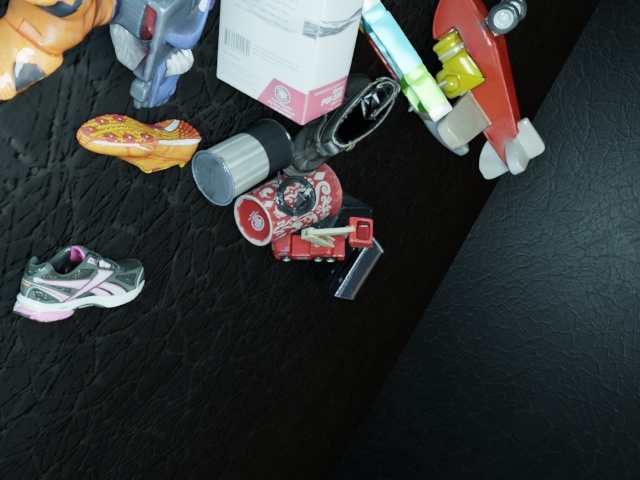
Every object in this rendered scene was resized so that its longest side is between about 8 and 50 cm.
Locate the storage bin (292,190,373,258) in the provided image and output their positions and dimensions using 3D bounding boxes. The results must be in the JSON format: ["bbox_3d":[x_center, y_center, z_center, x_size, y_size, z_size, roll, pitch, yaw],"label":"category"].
[{"bbox_3d":[0.025,-0.036,1.252,0.180,0.084,0.122,-7,126,-64],"label":"storage bin"}]

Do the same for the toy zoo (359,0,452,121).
[{"bbox_3d":[0.075,-0.291,0.801,0.030,0.293,0.192,-35,-173,11],"label":"toy zoo"}]

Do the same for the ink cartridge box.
[{"bbox_3d":[-0.037,-0.277,0.705,0.092,0.158,0.218,-36,149,-40],"label":"ink cartridge box"}]

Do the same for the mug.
[{"bbox_3d":[-0.060,-0.049,1.027,0.169,0.113,0.150,-30,144,-43],"label":"mug"}]

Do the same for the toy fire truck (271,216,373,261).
[{"bbox_3d":[0.000,0.000,1.090,0.135,0.192,0.047,81,10,-72],"label":"toy fire truck"}]

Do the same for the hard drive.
[{"bbox_3d":[0.079,0.060,1.396,0.172,0.054,0.254,-58,-175,0],"label":"hard drive"}]

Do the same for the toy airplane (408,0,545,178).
[{"bbox_3d":[0.330,-0.311,1.287,0.386,0.272,0.385,31,59,-55],"label":"toy airplane"}]

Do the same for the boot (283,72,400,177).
[{"bbox_3d":[0.055,-0.200,0.922,0.263,0.091,0.229,-53,-164,-23],"label":"boot"}]

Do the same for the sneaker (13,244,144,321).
[{"bbox_3d":[-0.286,0.041,0.727,0.178,0.072,0.077,-23,129,-63],"label":"sneaker"}]

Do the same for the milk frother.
[{"bbox_3d":[-0.092,-0.086,0.865,0.134,0.143,0.129,-38,155,-39],"label":"milk frother"}]

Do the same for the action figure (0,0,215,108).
[{"bbox_3d":[-0.180,-0.237,0.454,0.330,0.178,0.341,-44,179,-42],"label":"action figure"}]

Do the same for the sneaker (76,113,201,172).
[{"bbox_3d":[-0.211,-0.107,0.697,0.067,0.064,0.175,-56,157,22],"label":"sneaker"}]
